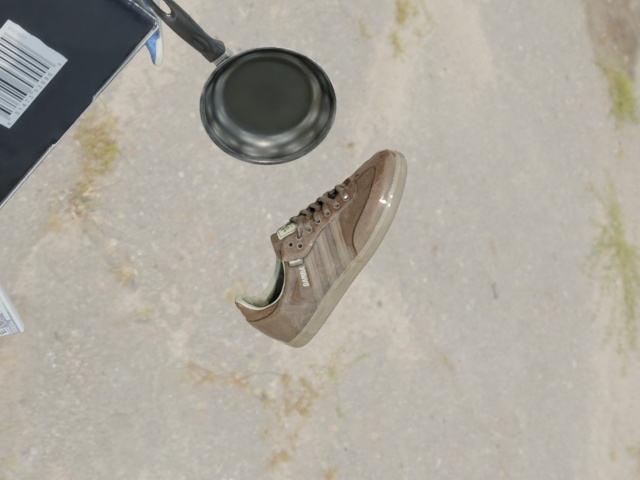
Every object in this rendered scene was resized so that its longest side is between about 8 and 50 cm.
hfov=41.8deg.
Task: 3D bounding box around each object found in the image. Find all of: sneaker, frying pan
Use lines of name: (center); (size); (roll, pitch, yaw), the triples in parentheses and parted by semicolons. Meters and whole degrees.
sneaker: (0.000, 0.000, 0.684); (0.071, 0.066, 0.188); (28, 99, -17)
frying pan: (-0.131, -0.217, 1.184); (0.326, 0.197, 0.053); (21, 35, -22)
sneaker: (-0.357, -0.419, 1.661); (0.058, 0.085, 0.152); (-104, -169, -59)

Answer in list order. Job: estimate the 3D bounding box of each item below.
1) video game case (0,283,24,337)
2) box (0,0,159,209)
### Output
video game case: (-0.594, 0.100, 1.323); (0.201, 0.184, 0.023); (81, -7, -46)
box: (-0.609, -0.400, 1.541); (0.297, 0.480, 0.471); (33, 16, -43)
